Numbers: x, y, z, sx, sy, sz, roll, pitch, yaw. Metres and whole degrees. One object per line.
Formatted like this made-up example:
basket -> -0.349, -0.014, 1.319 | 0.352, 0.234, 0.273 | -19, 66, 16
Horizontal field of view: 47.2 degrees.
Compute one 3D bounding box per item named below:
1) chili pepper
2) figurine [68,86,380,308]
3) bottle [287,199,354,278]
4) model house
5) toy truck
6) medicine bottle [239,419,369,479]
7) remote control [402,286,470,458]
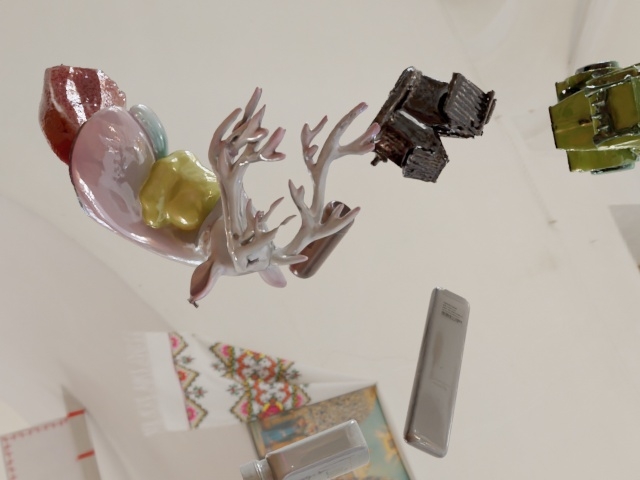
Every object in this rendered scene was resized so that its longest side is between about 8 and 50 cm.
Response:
chili pepper -> -0.393, -0.190, 1.206 | 0.136, 0.144, 0.252 | -26, -140, 3
figurine -> -0.121, -0.064, 0.842 | 0.316, 0.206, 0.284 | 28, -67, 16
bottle -> 0.000, 0.000, 1.146 | 0.140, 0.053, 0.053 | -53, -122, 34
model house -> 0.168, -0.181, 1.165 | 0.164, 0.203, 0.141 | 32, -14, 4
toy truck -> 0.327, -0.137, 0.691 | 0.259, 0.135, 0.128 | -8, -89, 57
medicine bottle -> -0.038, 0.530, 1.736 | 0.161, 0.296, 0.111 | 86, -20, -57
remote control -> 0.167, 0.180, 1.043 | 0.029, 0.067, 0.261 | -49, -162, 50
